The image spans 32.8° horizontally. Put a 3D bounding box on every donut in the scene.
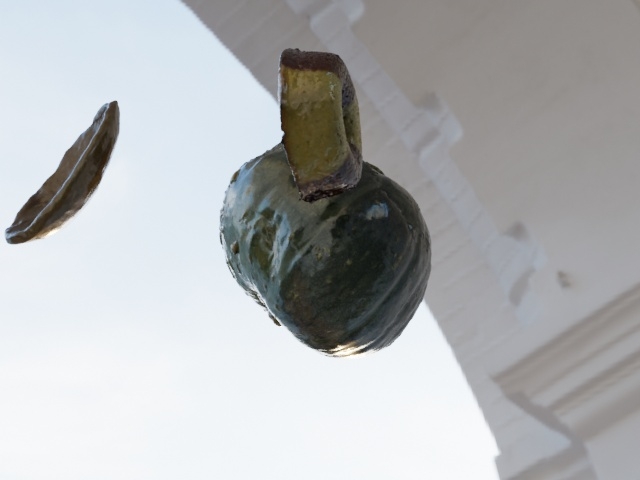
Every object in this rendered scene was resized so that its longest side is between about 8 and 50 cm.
[{"bbox_3d":[0.002,-0.129,1.219,0.073,0.166,0.184,-5,-44,13],"label":"donut"}]

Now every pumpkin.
[{"bbox_3d":[0.000,0.000,1.507,0.257,0.328,0.291,-48,-28,-6],"label":"pumpkin"}]

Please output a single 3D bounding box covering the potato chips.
[{"bbox_3d":[-0.264,-0.069,1.171,0.150,0.201,0.049,-33,-61,30],"label":"potato chips"}]
